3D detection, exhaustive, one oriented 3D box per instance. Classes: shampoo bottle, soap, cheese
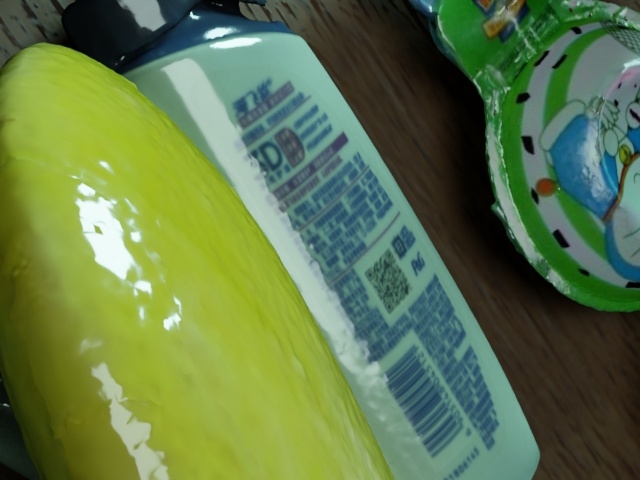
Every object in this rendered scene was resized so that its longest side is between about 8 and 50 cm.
[{"bbox_3d":[0.000,0.000,0.807,0.134,0.078,0.359,-41,104,-40],"label":"shampoo bottle"},{"bbox_3d":[-0.029,0.111,0.631,0.115,0.306,0.427,-21,117,9],"label":"soap"},{"bbox_3d":[0.156,-0.085,0.909,0.320,0.083,0.204,49,62,-18],"label":"cheese"}]

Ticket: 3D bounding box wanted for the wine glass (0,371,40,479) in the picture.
[{"bbox_3d":[-0.163,0.073,0.703,0.198,0.066,0.066,31,68,-25],"label":"wine glass"}]
